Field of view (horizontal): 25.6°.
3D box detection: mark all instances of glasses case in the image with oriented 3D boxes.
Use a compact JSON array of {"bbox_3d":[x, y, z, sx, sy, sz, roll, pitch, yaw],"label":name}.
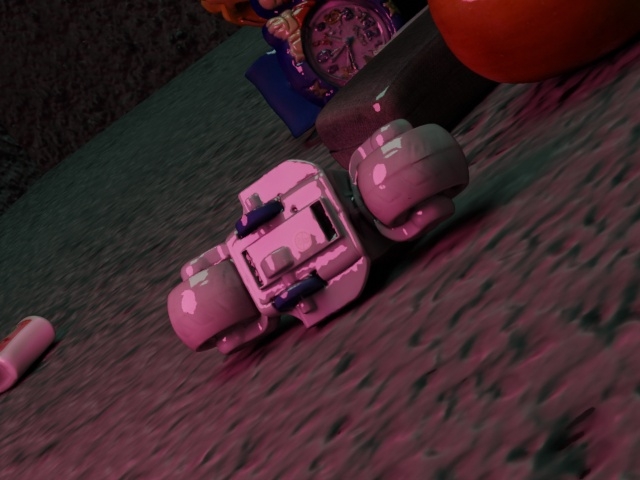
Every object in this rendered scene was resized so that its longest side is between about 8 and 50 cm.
[{"bbox_3d":[0.132,-0.182,1.264,0.323,0.074,0.131,-44,15,-25],"label":"glasses case"}]

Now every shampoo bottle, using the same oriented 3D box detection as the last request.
[{"bbox_3d":[-0.336,0.123,1.565,0.072,0.043,0.099,-28,16,40],"label":"shampoo bottle"}]

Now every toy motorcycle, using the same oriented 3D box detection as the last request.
[{"bbox_3d":[0.000,0.000,0.975,0.254,0.112,0.112,-33,13,28],"label":"toy motorcycle"}]

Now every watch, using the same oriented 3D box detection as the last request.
[{"bbox_3d":[0.014,-0.215,1.565,0.196,0.171,0.200,-30,-1,-14],"label":"watch"}]

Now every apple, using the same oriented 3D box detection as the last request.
[{"bbox_3d":[0.173,-0.209,1.041,0.199,0.199,0.199,-36,13,9],"label":"apple"}]

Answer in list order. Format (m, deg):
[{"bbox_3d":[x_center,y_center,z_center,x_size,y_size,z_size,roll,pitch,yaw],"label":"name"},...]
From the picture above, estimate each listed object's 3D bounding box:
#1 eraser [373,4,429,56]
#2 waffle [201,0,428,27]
[{"bbox_3d":[0.162,-0.247,1.462,0.225,0.052,0.095,-43,15,-19],"label":"eraser"},{"bbox_3d":[0.026,-0.345,1.603,0.382,0.379,0.095,-39,51,45],"label":"waffle"}]
